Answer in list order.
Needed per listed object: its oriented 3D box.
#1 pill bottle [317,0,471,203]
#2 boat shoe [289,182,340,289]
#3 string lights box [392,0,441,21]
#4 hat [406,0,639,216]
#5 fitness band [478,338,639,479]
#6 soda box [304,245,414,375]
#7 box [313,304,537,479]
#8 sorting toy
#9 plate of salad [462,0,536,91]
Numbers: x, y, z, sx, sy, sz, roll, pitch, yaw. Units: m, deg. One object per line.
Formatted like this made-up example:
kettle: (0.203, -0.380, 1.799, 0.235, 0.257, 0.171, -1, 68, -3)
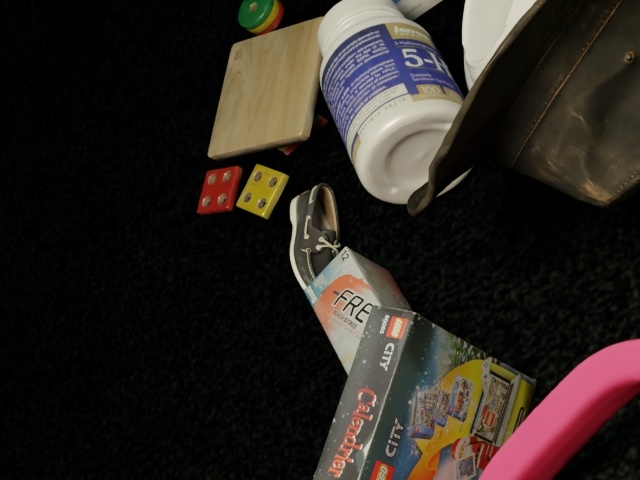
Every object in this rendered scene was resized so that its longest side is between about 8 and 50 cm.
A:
pill bottle: (0.061, -0.132, 1.184, 0.112, 0.112, 0.187, -41, 45, 21)
boat shoe: (0.000, 0.000, 1.223, 0.038, 0.046, 0.125, -37, 38, 31)
string lights box: (0.027, -0.306, 1.206, 0.133, 0.259, 0.077, -32, 48, 29)
hat: (0.209, -0.112, 0.979, 0.134, 0.331, 0.331, 40, 100, 6)
fitness band: (0.190, 0.195, 0.867, 0.291, 0.054, 0.209, -54, 43, 32)
soda box: (0.053, 0.089, 1.103, 0.058, 0.063, 0.183, -47, 43, 16)
box: (0.065, 0.183, 0.965, 0.044, 0.159, 0.233, 7, 72, 47)
sorting toy: (-0.043, -0.136, 1.340, 0.132, 0.046, 0.275, -10, 61, 42)
plate of salad: (0.166, -0.211, 1.124, 0.200, 0.048, 0.200, -168, 90, -78)
